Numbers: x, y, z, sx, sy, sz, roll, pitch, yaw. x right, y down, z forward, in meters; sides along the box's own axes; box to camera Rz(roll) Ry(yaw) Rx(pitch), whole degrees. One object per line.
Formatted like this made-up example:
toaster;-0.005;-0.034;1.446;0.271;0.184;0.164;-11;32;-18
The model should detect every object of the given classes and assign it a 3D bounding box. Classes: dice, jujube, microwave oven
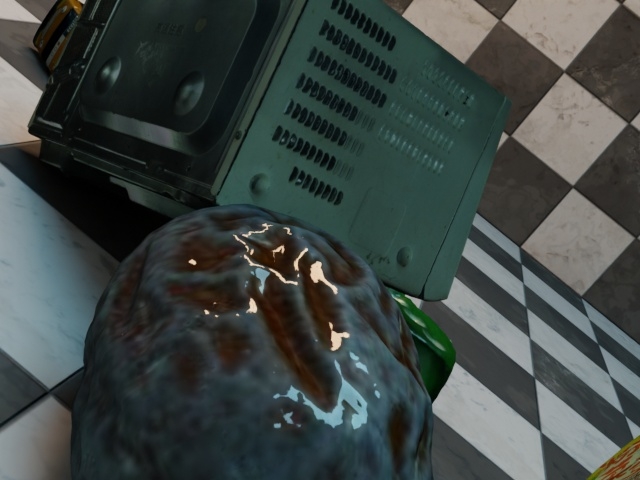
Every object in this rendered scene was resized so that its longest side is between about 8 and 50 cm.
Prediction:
dice;0.059;0.127;0.936;0.128;0.131;0.120;37;13;-3
jujube;-0.040;0.111;0.588;0.246;0.215;0.308;31;21;-37
microwave oven;-0.063;-0.108;0.906;0.333;0.247;0.394;24;-2;-40

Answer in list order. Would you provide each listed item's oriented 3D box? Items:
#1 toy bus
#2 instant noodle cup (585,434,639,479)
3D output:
toy bus;-0.299;-0.253;1.262;0.201;0.098;0.114;28;18;-40
instant noodle cup;0.490;0.335;1.080;0.221;0.311;0.311;52;19;15
